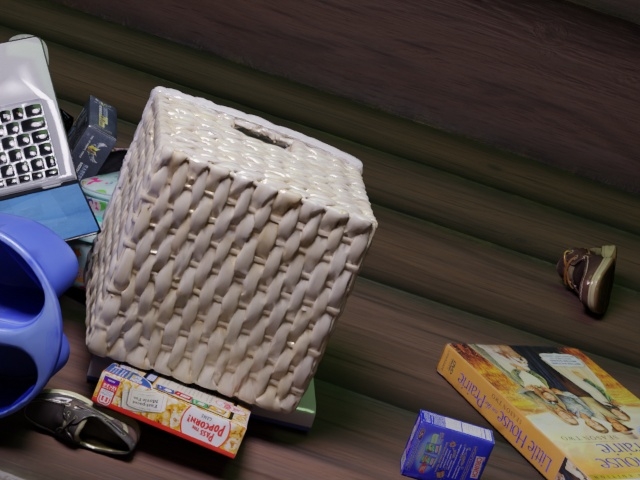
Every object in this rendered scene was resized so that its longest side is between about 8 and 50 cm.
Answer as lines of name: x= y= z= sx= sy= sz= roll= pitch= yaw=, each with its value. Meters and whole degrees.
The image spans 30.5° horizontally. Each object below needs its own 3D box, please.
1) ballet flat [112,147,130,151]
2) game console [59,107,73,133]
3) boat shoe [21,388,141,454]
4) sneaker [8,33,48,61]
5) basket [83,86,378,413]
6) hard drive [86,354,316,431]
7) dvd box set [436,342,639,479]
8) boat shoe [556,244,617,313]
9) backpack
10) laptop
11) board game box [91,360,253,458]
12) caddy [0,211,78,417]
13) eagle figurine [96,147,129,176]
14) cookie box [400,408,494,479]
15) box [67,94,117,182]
ballet flat: x=-0.429 y=-0.148 z=2.354 sx=0.221 sy=0.077 sz=0.079 roll=-1 pitch=46 yaw=-44
game console: x=-0.614 y=-0.178 z=2.095 sx=0.361 sy=0.213 sz=0.044 roll=18 pitch=-20 yaw=34
boat shoe: x=-0.297 y=0.226 z=1.456 sx=0.152 sy=0.056 sz=0.049 roll=16 pitch=14 yaw=-7
sneaker: x=-0.626 y=-0.291 z=2.507 sx=0.126 sy=0.127 sz=0.321 roll=6 pitch=46 yaw=-15
basket: x=-0.133 y=0.016 z=1.610 sx=0.328 sy=0.331 sz=0.266 roll=19 pitch=20 yaw=-14
hard drive: x=-0.168 y=0.179 z=1.719 sx=0.319 sy=0.040 sz=0.210 roll=15 pitch=19 yaw=-8
dvd box set: x=0.421 y=0.295 z=1.888 sx=0.308 sy=0.062 sz=0.420 roll=5 pitch=23 yaw=-31
boat shoe: x=0.577 y=0.074 z=2.571 sx=0.123 sy=0.123 sz=0.342 roll=8 pitch=17 yaw=16
backpack: x=-0.310 y=-0.006 z=1.896 sx=0.225 sy=0.191 sz=0.253 roll=15 pitch=24 yaw=30
laptop: x=-0.556 y=-0.126 z=1.721 sx=0.382 sy=0.408 sz=0.236 roll=-14 pitch=-12 yaw=-15
board game box: x=-0.188 y=0.212 z=1.526 sx=0.193 sy=0.045 sz=0.147 roll=22 pitch=2 yaw=0
caddy: x=-0.457 y=0.080 z=1.414 sx=0.341 sy=0.241 sz=0.179 roll=10 pitch=13 yaw=10
eagle figurine: x=-0.271 y=-0.102 z=2.158 sx=0.298 sy=0.226 sz=0.225 roll=22 pitch=56 yaw=26
cookie box: x=0.176 y=0.294 z=1.633 sx=0.107 sy=0.091 sz=0.040 roll=17 pitch=22 yaw=-4
box: x=-0.427 y=-0.118 z=2.007 sx=0.059 sy=0.232 sz=0.183 roll=30 pitch=14 yaw=-21
